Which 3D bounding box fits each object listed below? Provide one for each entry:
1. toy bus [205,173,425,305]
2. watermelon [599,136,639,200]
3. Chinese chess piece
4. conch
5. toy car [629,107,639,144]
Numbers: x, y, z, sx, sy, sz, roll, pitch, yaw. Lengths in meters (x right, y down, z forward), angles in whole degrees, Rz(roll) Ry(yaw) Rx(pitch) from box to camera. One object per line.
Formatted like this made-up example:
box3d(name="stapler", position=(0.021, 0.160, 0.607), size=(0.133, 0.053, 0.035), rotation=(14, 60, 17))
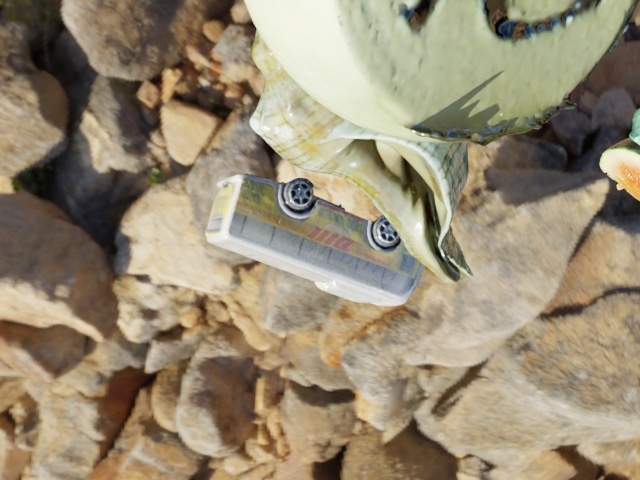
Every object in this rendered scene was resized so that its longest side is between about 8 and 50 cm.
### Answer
box3d(name="toy bus", position=(0.000, 0.000, 1.190), size=(0.268, 0.092, 0.106), rotation=(21, 78, -23))
box3d(name="watermelon", position=(0.447, -0.071, 1.286), size=(0.063, 0.119, 0.245), rotation=(-31, 44, -21))
box3d(name="Chinese chess piece", position=(0.104, -0.244, 0.749), size=(0.146, 0.349, 0.349), rotation=(33, 91, 49))
box3d(name="conch", position=(0.064, -0.115, 0.968), size=(0.170, 0.386, 0.203), rotation=(-59, 28, -10))
box3d(name="toy car", position=(0.445, -0.146, 0.900), size=(0.320, 0.141, 0.097), rotation=(-32, 38, 47))
